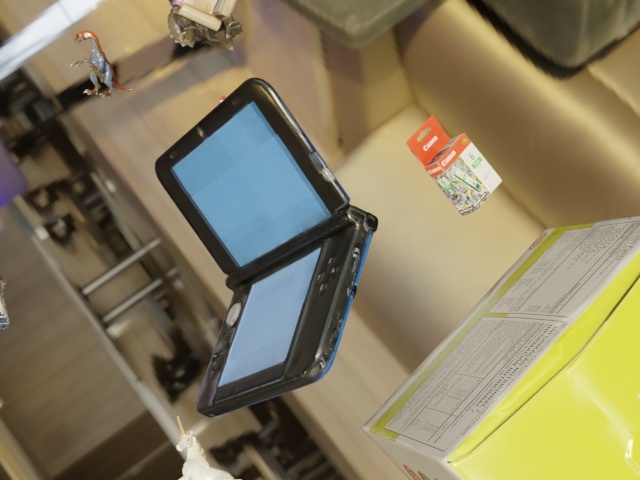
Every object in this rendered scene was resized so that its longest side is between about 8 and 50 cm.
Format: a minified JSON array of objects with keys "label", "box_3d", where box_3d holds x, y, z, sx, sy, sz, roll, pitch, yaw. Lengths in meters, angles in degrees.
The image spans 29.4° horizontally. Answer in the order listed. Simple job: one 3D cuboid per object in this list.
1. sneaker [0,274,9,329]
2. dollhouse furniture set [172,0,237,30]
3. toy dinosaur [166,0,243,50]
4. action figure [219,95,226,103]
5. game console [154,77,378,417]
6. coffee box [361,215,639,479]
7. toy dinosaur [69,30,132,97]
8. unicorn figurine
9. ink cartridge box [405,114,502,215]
[{"label":"sneaker","box_3d":[-0.463,0.078,1.720,0.135,0.052,0.058,99,178,-52]},{"label":"dollhouse furniture set","box_3d":[-0.184,-0.410,1.261,0.303,0.286,0.198,21,-178,-17]},{"label":"toy dinosaur","box_3d":[-0.190,-0.386,1.803,0.160,0.121,0.314,47,155,44]},{"label":"action figure","box_3d":[-0.096,-0.145,1.571,0.115,0.038,0.030,50,167,23]},{"label":"game console","box_3d":[-0.090,0.020,1.238,0.173,0.250,0.293,27,154,-19]},{"label":"coffee box","box_3d":[0.304,0.212,1.304,0.337,0.338,0.334,46,169,-6]},{"label":"toy dinosaur","box_3d":[-0.272,-0.217,1.481,0.047,0.090,0.082,17,115,26]},{"label":"unicorn figurine","box_3d":[-0.192,0.376,1.949,0.162,0.111,0.060,31,147,1]},{"label":"ink cartridge box","box_3d":[0.160,-0.093,1.459,0.115,0.063,0.029,50,148,-11]}]
